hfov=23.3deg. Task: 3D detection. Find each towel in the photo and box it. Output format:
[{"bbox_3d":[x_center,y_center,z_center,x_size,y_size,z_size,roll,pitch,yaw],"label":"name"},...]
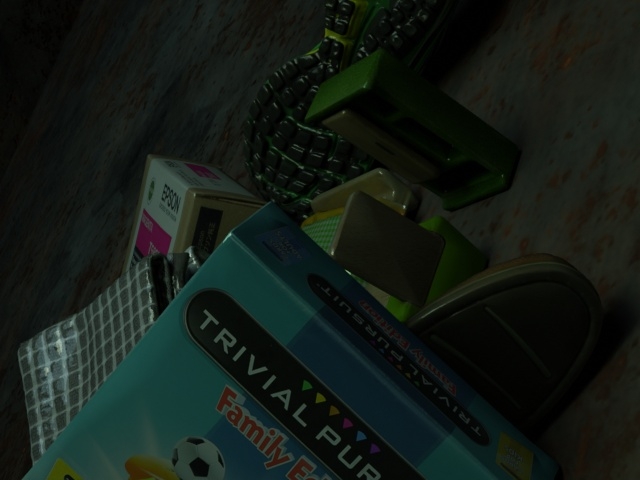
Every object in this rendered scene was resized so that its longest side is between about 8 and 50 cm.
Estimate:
[{"bbox_3d":[-0.164,0.169,1.381,0.235,0.121,0.283,-39,53,45],"label":"towel"}]

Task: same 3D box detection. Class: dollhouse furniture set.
[{"bbox_3d":[0.000,0.000,1.310,0.301,0.151,0.197,-23,41,57],"label":"dollhouse furniture set"}]

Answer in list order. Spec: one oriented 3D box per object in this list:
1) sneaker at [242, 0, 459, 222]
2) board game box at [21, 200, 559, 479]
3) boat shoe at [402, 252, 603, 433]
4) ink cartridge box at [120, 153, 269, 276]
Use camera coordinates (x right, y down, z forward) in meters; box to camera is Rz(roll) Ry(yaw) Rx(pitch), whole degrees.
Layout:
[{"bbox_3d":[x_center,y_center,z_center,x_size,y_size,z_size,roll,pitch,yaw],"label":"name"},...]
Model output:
[{"bbox_3d":[0.048,-0.160,1.503,0.343,0.134,0.146,-57,-16,25],"label":"sneaker"},{"bbox_3d":[-0.051,0.182,1.033,0.336,0.254,0.079,-49,-4,25],"label":"board game box"},{"bbox_3d":[0.068,0.105,1.078,0.307,0.111,0.104,-42,11,23],"label":"boat shoe"},{"bbox_3d":[-0.138,0.026,1.603,0.235,0.088,0.193,-144,66,-69],"label":"ink cartridge box"}]
